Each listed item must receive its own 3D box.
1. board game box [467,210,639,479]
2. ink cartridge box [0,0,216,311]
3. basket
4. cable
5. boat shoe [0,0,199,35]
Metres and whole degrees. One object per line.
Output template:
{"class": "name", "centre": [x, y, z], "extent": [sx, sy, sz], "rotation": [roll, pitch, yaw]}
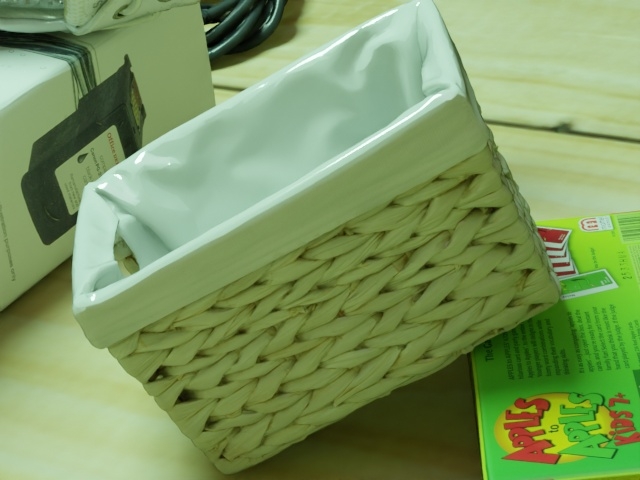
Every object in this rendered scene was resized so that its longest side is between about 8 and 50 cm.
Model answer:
{"class": "board game box", "centre": [0.104, 0.053, 0.696], "extent": [0.092, 0.043, 0.181], "rotation": [-6, 29, 4]}
{"class": "ink cartridge box", "centre": [-0.187, -0.053, 0.891], "extent": [0.172, 0.100, 0.237], "rotation": [13, 35, 29]}
{"class": "basket", "centre": [0.000, 0.000, 0.702], "extent": [0.167, 0.103, 0.113], "rotation": [-30, 26, 10]}
{"class": "cable", "centre": [-0.105, -0.141, 1.093], "extent": [0.185, 0.047, 0.150], "rotation": [-20, 27, -16]}
{"class": "boat shoe", "centre": [-0.101, -0.136, 0.830], "extent": [0.277, 0.098, 0.096], "rotation": [-8, 31, 12]}
